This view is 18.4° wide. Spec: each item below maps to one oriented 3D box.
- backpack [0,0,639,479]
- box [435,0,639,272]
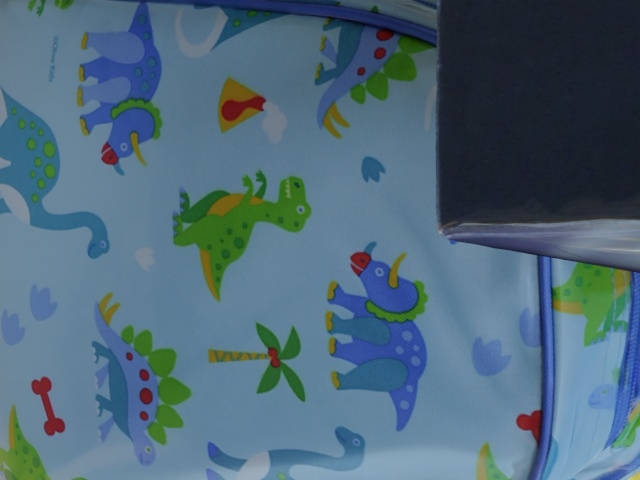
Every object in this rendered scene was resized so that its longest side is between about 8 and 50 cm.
[{"bbox_3d":[0.000,0.000,0.801,0.273,0.355,0.290,-19,112,-77],"label":"backpack"},{"bbox_3d":[0.226,-0.073,0.549,0.296,0.294,0.183,9,82,-57],"label":"box"}]
